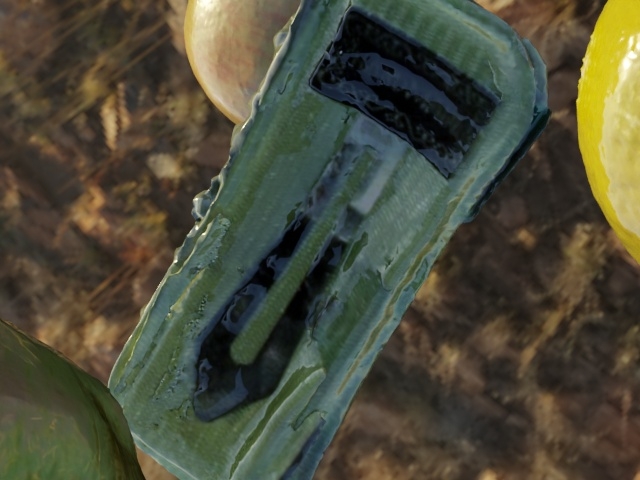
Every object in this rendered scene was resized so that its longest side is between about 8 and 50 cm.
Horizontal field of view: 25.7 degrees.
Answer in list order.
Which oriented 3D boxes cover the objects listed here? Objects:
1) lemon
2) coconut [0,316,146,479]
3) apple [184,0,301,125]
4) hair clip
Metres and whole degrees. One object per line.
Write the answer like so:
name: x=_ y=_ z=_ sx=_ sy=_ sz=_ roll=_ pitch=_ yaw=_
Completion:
lemon: x=0.390 y=-0.099 z=1.265 sx=0.364 sy=0.364 sz=0.364 roll=26 pitch=139 yaw=24
coconut: x=-0.190 y=0.133 z=0.500 sx=0.281 sy=0.328 sz=0.328 roll=-2 pitch=130 yaw=6
apple: x=0.006 y=-0.304 z=1.971 sx=0.346 sy=0.391 sz=0.391 roll=29 pitch=141 yaw=25
hair clip: x=0.001 y=-0.001 z=0.734 sx=0.138 sy=0.091 sz=0.321 roll=35 pitch=117 yaw=7
